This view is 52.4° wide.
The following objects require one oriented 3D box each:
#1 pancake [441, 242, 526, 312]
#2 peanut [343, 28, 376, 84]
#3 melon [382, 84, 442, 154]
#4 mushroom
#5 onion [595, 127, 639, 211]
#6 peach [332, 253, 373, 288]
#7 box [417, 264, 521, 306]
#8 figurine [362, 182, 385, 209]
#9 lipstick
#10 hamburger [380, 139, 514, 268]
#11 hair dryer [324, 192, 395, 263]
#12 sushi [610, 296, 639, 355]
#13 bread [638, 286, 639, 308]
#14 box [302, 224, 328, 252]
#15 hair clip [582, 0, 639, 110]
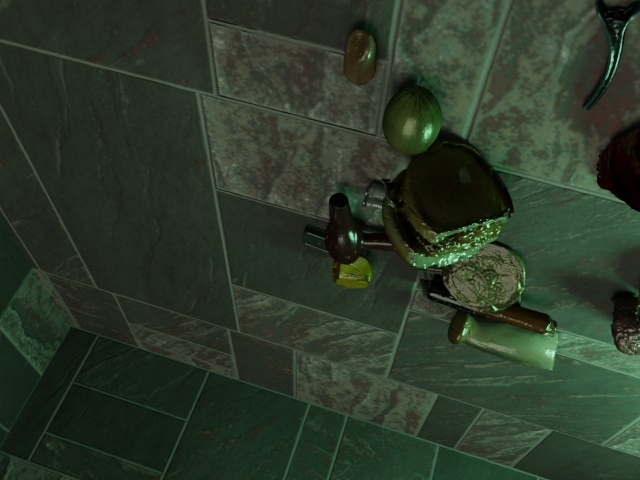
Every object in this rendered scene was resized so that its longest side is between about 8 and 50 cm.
[{"bbox_3d":[0.500,0.111,1.973,0.250,0.031,0.250,6,115,13],"label":"pancake"},{"bbox_3d":[0.090,-0.414,1.472,0.076,0.076,0.152,15,150,10],"label":"peanut"},{"bbox_3d":[0.216,-0.278,1.538,0.139,0.139,0.192,15,145,9],"label":"melon"},{"bbox_3d":[0.646,0.343,2.239,0.408,0.137,0.154,15,161,-3],"label":"mushroom"},{"bbox_3d":[0.779,-0.114,1.462,0.314,0.146,0.280,25,152,-15],"label":"onion"},{"bbox_3d":[0.109,0.101,2.197,0.151,0.118,0.151,1,113,3],"label":"peach"},{"bbox_3d":[0.481,0.139,2.099,0.325,0.047,0.180,7,147,20],"label":"box"},{"bbox_3d":[0.255,-0.070,1.855,0.274,0.133,0.193,12,131,32],"label":"figurine"},{"bbox_3d":[0.543,0.215,2.068,0.419,0.077,0.077,17,148,1],"label":"lipstick"},{"bbox_3d":[0.309,-0.097,1.627,0.318,0.276,0.195,-11,156,-24],"label":"hamburger"},{"bbox_3d":[0.181,-0.023,1.992,0.341,0.123,0.312,5,148,5],"label":"hair dryer"},{"bbox_3d":[0.935,0.276,1.936,0.108,0.161,0.241,-7,138,35],"label":"sushi"},{"bbox_3d":[0.979,0.162,1.795,0.199,0.104,0.199,13,147,9],"label":"bread"},{"bbox_3d":[0.000,0.000,2.183,0.126,0.031,0.091,21,148,2],"label":"box"},{"bbox_3d":[0.572,-0.358,1.303,0.083,0.048,0.275,6,146,16],"label":"hair clip"}]
